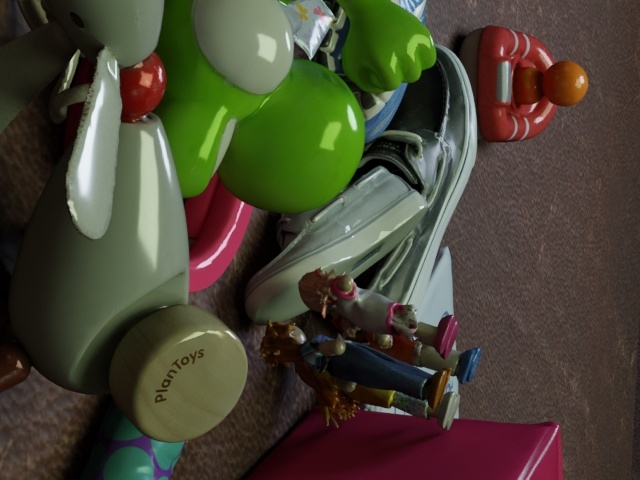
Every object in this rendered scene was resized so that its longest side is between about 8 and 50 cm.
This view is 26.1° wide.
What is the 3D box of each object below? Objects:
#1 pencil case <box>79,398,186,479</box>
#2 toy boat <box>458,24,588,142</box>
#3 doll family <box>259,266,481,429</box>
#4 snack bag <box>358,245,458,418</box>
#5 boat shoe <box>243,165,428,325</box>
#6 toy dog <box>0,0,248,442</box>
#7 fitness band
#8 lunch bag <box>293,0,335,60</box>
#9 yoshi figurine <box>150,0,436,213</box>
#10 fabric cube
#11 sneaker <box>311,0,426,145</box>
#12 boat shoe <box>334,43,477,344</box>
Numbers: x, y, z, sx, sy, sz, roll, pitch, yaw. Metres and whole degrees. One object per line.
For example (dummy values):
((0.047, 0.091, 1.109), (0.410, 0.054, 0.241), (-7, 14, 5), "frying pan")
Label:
((-0.133, 0.168, 0.971), (0.070, 0.064, 0.152), (44, 47, -27), "pencil case")
((0.278, -0.205, 1.817), (0.231, 0.151, 0.151), (-10, 101, -67), "toy boat")
((0.035, 0.108, 1.210), (0.263, 0.163, 0.118), (50, 59, -71), "doll family")
((0.100, 0.219, 1.533), (0.342, 0.037, 0.323), (-53, 143, -59), "snack bag")
((0.001, -0.001, 1.261), (0.227, 0.081, 0.079), (-32, 160, -37), "boat shoe")
((-0.157, -0.024, 0.795), (0.161, 0.220, 0.334), (-24, 109, -31), "toy dog")
((-0.108, -0.100, 1.044), (0.209, 0.054, 0.291), (54, 42, -51), "fitness band")
((-0.038, -0.196, 1.197), (0.083, 0.053, 0.071), (47, 43, -23), "lunch bag")
((-0.007, -0.170, 0.963), (0.362, 0.203, 0.203), (-63, 175, -11), "yoshi figurine")
((0.070, 0.314, 1.218), (0.258, 0.254, 0.259), (-37, 124, -61), "fabric cube")
((0.044, -0.242, 1.338), (0.147, 0.130, 0.330), (71, 30, -68), "sneaker")
((0.082, -0.062, 1.397), (0.119, 0.121, 0.335), (52, 46, -63), "boat shoe")
